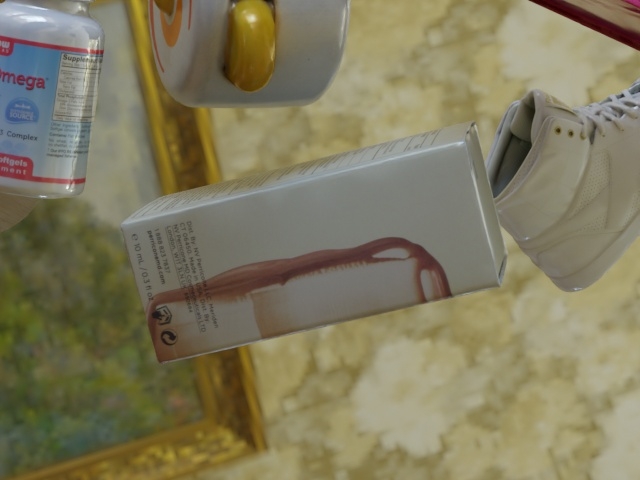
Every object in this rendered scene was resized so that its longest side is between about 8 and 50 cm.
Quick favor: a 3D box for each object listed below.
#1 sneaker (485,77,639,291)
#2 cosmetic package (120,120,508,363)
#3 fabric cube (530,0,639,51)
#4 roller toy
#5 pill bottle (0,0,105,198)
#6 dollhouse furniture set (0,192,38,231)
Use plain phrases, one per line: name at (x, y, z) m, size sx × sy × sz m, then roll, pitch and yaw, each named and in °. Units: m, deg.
sneaker at (0.274, -0.109, 1.674) m, size 0.169 × 0.292 × 0.108 m, roll 40°, pitch -3°, yaw -31°
cosmetic package at (0.000, 0.000, 1.497) m, size 0.153 × 0.296 × 0.129 m, roll -44°, pitch 120°, yaw -76°
fabric cube at (0.258, -0.313, 1.449) m, size 0.254 × 0.259 × 0.258 m, roll -132°, pitch -115°, yaw -85°
roller toy at (-0.069, -0.205, 1.494) m, size 0.191 × 0.146 × 0.209 m, roll 137°, pitch -52°, yaw -66°
pill bottle at (-0.199, -0.114, 1.247) m, size 0.087 × 0.087 × 0.160 m, roll -152°, pitch -111°, yaw -68°
dollhouse furniture set at (-0.456, -0.069, 1.469) m, size 0.362 × 0.394 × 0.256 m, roll 55°, pitch 7°, yaw 20°
